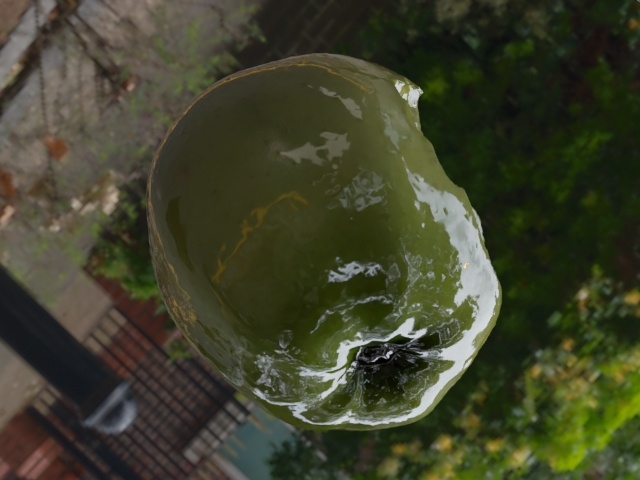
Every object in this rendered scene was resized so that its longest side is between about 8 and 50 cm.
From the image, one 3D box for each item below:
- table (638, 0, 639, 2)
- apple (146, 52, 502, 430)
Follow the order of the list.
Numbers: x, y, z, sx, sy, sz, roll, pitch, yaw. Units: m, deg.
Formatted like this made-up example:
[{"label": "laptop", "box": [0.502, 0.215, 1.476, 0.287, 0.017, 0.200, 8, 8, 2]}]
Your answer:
[{"label": "table", "box": [0.151, -0.145, 0.259, 0.166, 0.166, 0.198, -45, 136, -46]}, {"label": "apple", "box": [0.000, 0.000, 0.846, 0.279, 0.279, 0.279, -47, 178, -2]}]
